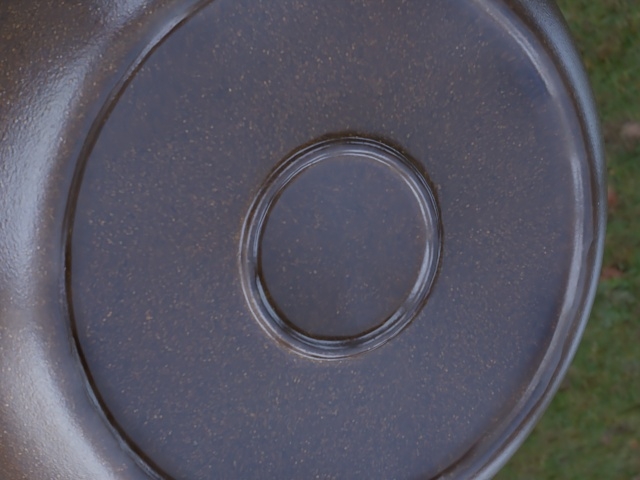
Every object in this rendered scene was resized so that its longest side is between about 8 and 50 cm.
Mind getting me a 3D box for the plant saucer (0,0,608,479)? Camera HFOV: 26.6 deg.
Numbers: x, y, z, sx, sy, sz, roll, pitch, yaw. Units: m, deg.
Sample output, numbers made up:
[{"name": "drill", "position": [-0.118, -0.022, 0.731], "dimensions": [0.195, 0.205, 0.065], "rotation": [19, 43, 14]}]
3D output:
[{"name": "plant saucer", "position": [0.000, 0.000, 0.538], "dimensions": [0.310, 0.050, 0.311], "rotation": [-5, 102, -25]}]
